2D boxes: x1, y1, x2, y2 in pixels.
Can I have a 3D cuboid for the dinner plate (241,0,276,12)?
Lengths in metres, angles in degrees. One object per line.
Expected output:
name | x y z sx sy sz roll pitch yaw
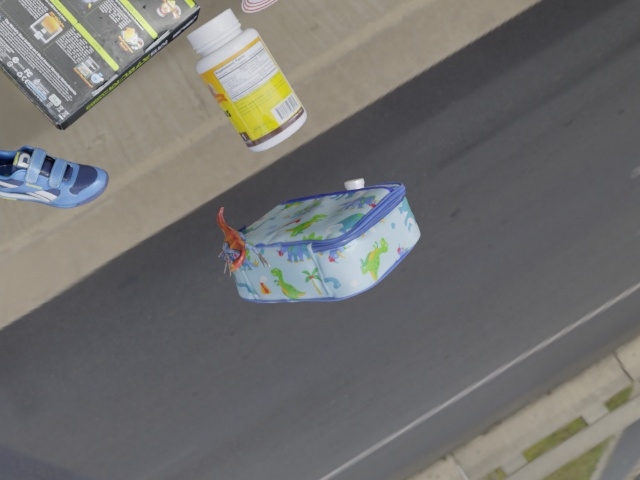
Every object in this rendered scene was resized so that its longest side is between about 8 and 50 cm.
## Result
dinner plate | -0.095 -0.486 1.294 0.141 0.017 0.141 -33 177 -2

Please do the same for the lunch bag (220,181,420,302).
lunch bag | 0.000 0.000 0.836 0.219 0.090 0.176 -6 -157 42

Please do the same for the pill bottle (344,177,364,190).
pill bottle | 0.061 -0.053 1.057 0.043 0.083 0.043 -12 -170 2

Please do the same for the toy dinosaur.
toy dinosaur | -0.100 0.007 0.757 0.047 0.090 0.082 -36 -177 -9

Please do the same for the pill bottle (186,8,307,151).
pill bottle | -0.122 -0.260 1.105 0.117 0.117 0.215 -34 111 -1

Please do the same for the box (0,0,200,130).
box | -0.247 -0.236 0.652 0.184 0.190 0.045 -46 -170 -14

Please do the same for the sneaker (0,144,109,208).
sneaker | -0.316 -0.074 0.775 0.144 0.053 0.059 3 147 3
